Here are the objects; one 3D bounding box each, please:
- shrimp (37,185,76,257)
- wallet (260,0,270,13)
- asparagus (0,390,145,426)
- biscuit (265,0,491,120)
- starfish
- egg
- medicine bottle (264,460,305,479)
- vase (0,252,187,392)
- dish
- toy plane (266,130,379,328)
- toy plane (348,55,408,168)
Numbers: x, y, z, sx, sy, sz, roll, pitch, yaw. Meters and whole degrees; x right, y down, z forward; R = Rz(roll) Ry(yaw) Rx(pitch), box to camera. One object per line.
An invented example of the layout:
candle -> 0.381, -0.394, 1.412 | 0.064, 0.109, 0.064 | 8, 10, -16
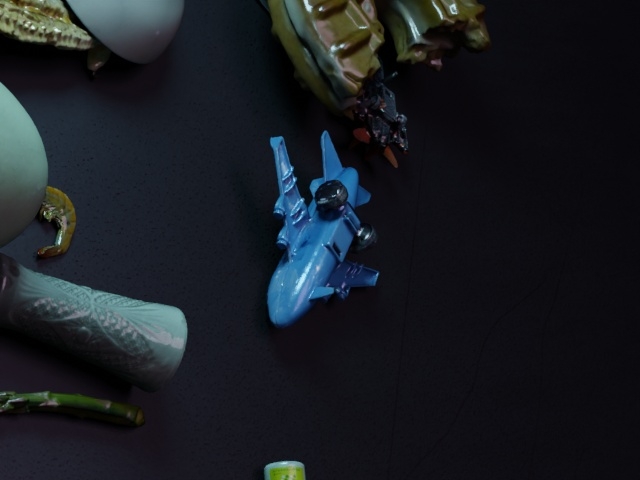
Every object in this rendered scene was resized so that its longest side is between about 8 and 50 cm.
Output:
shrimp -> -0.303, -0.023, 1.589 | 0.114, 0.023, 0.083 | 17, 61, -45
wallet -> -0.041, -0.361, 2.030 | 0.222, 0.036, 0.167 | 48, 44, -16
asparagus -> -0.264, 0.171, 1.528 | 0.236, 0.027, 0.034 | 11, 75, -44
biscuit -> 0.067, -0.321, 1.996 | 0.366, 0.115, 0.268 | -30, 88, -50
starfish -> -0.410, -0.327, 1.576 | 0.432, 0.082, 0.324 | -7, 66, -59
egg -> -0.386, -0.086, 1.395 | 0.283, 0.203, 0.203 | 22, 55, -33
medicine bottle -> -0.038, 0.292, 1.690 | 0.047, 0.047, 0.083 | 16, 59, -41
vase -> -0.252, 0.081, 1.542 | 0.219, 0.096, 0.096 | 23, 55, -34
dish -> -0.224, -0.323, 1.732 | 0.228, 0.086, 0.236 | 59, 23, -4
toy plane -> 0.000, 0.000, 1.843 | 0.254, 0.105, 0.271 | 54, 35, -34
toy plane -> 0.081, -0.188, 2.048 | 0.130, 0.061, 0.189 | 34, 49, -30
